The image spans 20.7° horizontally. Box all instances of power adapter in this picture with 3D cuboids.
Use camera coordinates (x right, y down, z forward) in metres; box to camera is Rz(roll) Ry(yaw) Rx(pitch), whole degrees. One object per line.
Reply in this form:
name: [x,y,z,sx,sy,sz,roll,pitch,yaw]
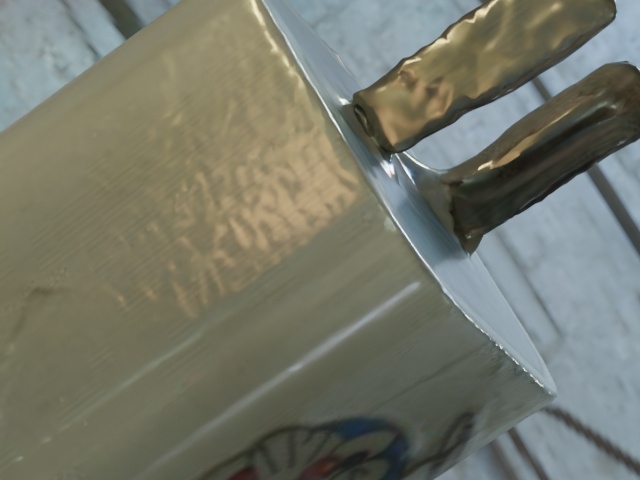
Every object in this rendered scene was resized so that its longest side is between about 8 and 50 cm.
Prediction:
power adapter: [0.000,0.000,0.483,0.125,0.205,0.130,61,12,30]
